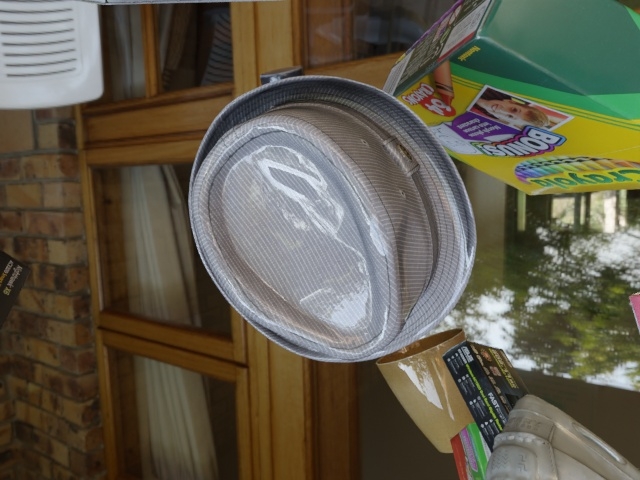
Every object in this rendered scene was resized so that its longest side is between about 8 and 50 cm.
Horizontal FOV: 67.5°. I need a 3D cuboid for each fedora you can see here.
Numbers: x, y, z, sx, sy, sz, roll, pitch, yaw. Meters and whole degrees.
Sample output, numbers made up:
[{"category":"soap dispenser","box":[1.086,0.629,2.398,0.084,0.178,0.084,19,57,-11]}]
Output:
[{"category":"fedora","box":[0.000,0.000,0.387,0.244,0.275,0.124,-27,-173,14]}]

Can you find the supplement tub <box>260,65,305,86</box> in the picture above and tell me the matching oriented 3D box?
[{"category":"supplement tub","box":[-0.042,-0.178,0.786,0.106,0.197,0.106,-10,-155,5]}]

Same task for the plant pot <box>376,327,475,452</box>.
[{"category":"plant pot","box":[0.296,0.381,1.198,0.237,0.254,0.237,-21,173,-3]}]

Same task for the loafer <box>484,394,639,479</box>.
[{"category":"loafer","box":[0.281,0.250,0.401,0.112,0.320,0.111,-41,-166,54]}]

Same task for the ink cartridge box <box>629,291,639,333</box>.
[{"category":"ink cartridge box","box":[0.626,0.104,0.732,0.159,0.092,0.218,-2,167,-42]}]

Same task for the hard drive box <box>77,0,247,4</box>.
[{"category":"hard drive box","box":[-0.177,-0.314,0.525,0.181,0.089,0.232,25,-143,34]}]

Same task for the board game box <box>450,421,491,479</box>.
[{"category":"board game box","box":[0.291,0.438,0.792,0.064,0.242,0.316,-11,152,4]}]

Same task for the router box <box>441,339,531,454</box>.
[{"category":"router box","box":[0.200,0.176,0.535,0.092,0.122,0.038,20,126,-42]}]

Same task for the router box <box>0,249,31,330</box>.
[{"category":"router box","box":[-0.583,0.081,0.672,0.081,0.243,0.308,-37,-146,11]}]

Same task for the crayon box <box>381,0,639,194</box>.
[{"category":"crayon box","box":[0.267,-0.170,0.624,0.313,0.106,0.363,25,180,-10]}]
